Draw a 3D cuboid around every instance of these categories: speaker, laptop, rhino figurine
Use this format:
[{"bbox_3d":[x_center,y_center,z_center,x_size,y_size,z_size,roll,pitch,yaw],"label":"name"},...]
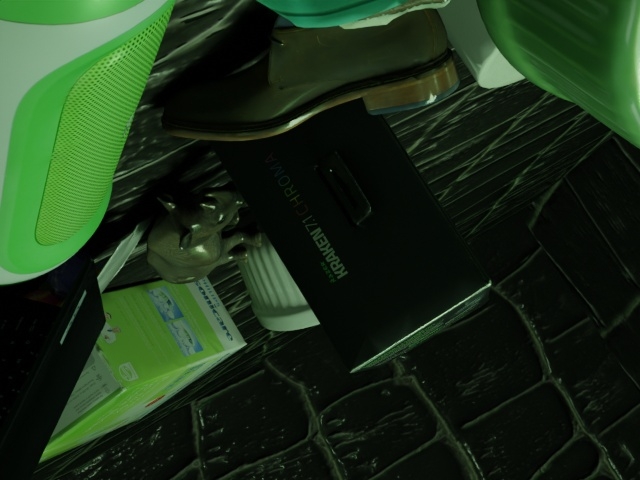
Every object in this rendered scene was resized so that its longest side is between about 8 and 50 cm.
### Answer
[{"bbox_3d":[-0.135,-0.078,0.473,0.131,0.131,0.296,-28,170,-27],"label":"speaker"},{"bbox_3d":[-0.243,0.120,0.666,0.136,0.264,0.234,48,60,-51],"label":"laptop"},{"bbox_3d":[-0.114,-0.010,1.038,0.106,0.073,0.243,-18,172,-13],"label":"rhino figurine"}]

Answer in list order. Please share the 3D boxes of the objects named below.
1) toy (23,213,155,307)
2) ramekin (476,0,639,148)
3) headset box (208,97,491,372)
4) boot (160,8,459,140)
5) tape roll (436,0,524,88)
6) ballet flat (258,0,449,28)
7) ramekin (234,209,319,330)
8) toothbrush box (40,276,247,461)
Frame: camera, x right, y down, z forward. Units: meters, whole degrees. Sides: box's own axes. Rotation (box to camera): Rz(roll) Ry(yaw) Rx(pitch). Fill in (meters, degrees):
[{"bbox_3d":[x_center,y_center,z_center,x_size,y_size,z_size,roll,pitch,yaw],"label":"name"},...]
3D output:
[{"bbox_3d":[-0.251,0.069,1.021,0.237,0.056,0.137,-56,-176,12],"label":"toy"},{"bbox_3d":[0.259,-0.187,0.671,0.303,0.148,0.303,-14,129,-17],"label":"ramekin"},{"bbox_3d":[0.028,-0.023,0.947,0.131,0.246,0.283,-33,170,4],"label":"headset box"},{"bbox_3d":[-0.020,-0.138,0.770,0.219,0.106,0.082,-10,-151,12],"label":"boot"},{"bbox_3d":[0.220,-0.245,0.879,0.286,0.100,0.286,-31,171,-6],"label":"tape roll"},{"bbox_3d":[0.118,-0.244,0.469,0.409,0.147,0.147,-37,170,26],"label":"ballet flat"},{"bbox_3d":[0.000,0.000,1.216,0.207,0.109,0.207,-24,-162,8],"label":"ramekin"},{"bbox_3d":[-0.254,0.152,1.321,0.206,0.122,0.283,-36,172,22],"label":"toothbrush box"}]
